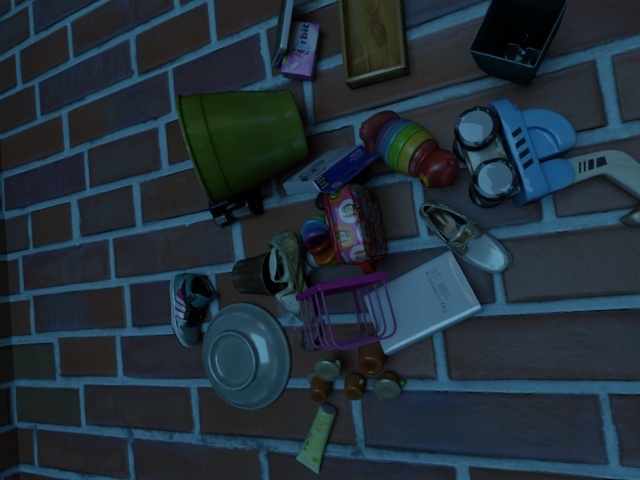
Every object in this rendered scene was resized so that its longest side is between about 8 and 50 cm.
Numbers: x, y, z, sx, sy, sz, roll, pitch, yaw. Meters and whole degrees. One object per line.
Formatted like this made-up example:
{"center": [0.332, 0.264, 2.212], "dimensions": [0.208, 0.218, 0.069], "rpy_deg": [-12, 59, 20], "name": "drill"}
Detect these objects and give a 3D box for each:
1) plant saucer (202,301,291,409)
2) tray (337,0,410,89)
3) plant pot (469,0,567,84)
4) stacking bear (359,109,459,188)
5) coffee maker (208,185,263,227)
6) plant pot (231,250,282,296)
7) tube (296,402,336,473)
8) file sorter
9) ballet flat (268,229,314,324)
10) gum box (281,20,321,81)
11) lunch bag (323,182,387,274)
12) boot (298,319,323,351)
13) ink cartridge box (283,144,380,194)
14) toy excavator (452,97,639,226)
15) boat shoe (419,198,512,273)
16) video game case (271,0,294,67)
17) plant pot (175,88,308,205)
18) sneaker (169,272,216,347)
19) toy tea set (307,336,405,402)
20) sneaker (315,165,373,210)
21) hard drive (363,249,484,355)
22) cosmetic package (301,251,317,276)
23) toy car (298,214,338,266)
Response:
{"center": [-0.303, 0.434, 1.565], "dimensions": [0.400, 0.100, 0.400], "rpy_deg": [0, 89, 26], "name": "plant saucer"}
{"center": [0.167, -0.725, 1.378], "dimensions": [0.203, 0.076, 0.411], "rpy_deg": [-6, 87, 25], "name": "tray"}
{"center": [0.517, -0.509, 1.115], "dimensions": [0.165, 0.234, 0.166], "rpy_deg": [28, 100, 24], "name": "plant pot"}
{"center": [0.274, -0.253, 1.243], "dimensions": [0.164, 0.175, 0.289], "rpy_deg": [-39, 57, -15], "name": "stacking bear"}
{"center": [-0.317, -0.150, 1.588], "dimensions": [0.178, 0.120, 0.171], "rpy_deg": [-15, 58, 23], "name": "coffee maker"}
{"center": [-0.214, 0.123, 1.504], "dimensions": [0.165, 0.167, 0.167], "rpy_deg": [-9, 85, 34], "name": "plant pot"}
{"center": [-0.010, 0.675, 1.444], "dimensions": [0.070, 0.062, 0.240], "rpy_deg": [45, 119, 62], "name": "tube"}
{"center": [0.068, 0.217, 1.247], "dimensions": [0.202, 0.291, 0.182], "rpy_deg": [-9, 79, -17], "name": "file sorter"}
{"center": [-0.106, 0.140, 1.413], "dimensions": [0.123, 0.123, 0.348], "rpy_deg": [-1, 109, 26], "name": "ballet flat"}
{"center": [-0.066, -0.663, 1.476], "dimensions": [0.107, 0.062, 0.188], "rpy_deg": [10, 93, 5], "name": "gum box"}
{"center": [0.119, -0.026, 1.267], "dimensions": [0.120, 0.293, 0.258], "rpy_deg": [-16, 82, 20], "name": "lunch bag"}
{"center": [-0.036, 0.329, 1.473], "dimensions": [0.087, 0.042, 0.118], "rpy_deg": [6, 85, 33], "name": "boot"}
{"center": [0.029, -0.212, 1.258], "dimensions": [0.224, 0.223, 0.045], "rpy_deg": [5, 130, 51], "name": "ink cartridge box"}
{"center": [0.614, -0.196, 1.094], "dimensions": [0.445, 0.222, 0.433], "rpy_deg": [-19, 82, 15], "name": "toy excavator"}
{"center": [0.410, -0.009, 1.229], "dimensions": [0.302, 0.103, 0.113], "rpy_deg": [38, 105, 21], "name": "boat shoe"}
{"center": [-0.128, -0.743, 1.468], "dimensions": [0.026, 0.206, 0.227], "rpy_deg": [8, 93, -16], "name": "video game case"}
{"center": [-0.237, -0.339, 1.403], "dimensions": [0.353, 0.366, 0.366], "rpy_deg": [-17, 81, -5], "name": "plant pot"}
{"center": [-0.484, 0.260, 1.648], "dimensions": [0.178, 0.124, 0.295], "rpy_deg": [-18, 80, 34], "name": "sneaker"}
{"center": [0.099, 0.421, 1.387], "dimensions": [0.336, 0.124, 0.200], "rpy_deg": [-13, 113, 22], "name": "toy tea set"}
{"center": [0.055, -0.181, 1.390], "dimensions": [0.227, 0.130, 0.087], "rpy_deg": [-32, 74, 24], "name": "sneaker"}
{"center": [0.297, 0.186, 1.267], "dimensions": [0.307, 0.040, 0.203], "rpy_deg": [-31, 53, 18], "name": "hard drive"}
{"center": [-0.069, 0.074, 1.482], "dimensions": [0.115, 0.060, 0.041], "rpy_deg": [43, 108, 22], "name": "cosmetic package"}
{"center": [0.000, 0.000, 1.407], "dimensions": [0.159, 0.136, 0.182], "rpy_deg": [-26, 78, 23], "name": "toy car"}
